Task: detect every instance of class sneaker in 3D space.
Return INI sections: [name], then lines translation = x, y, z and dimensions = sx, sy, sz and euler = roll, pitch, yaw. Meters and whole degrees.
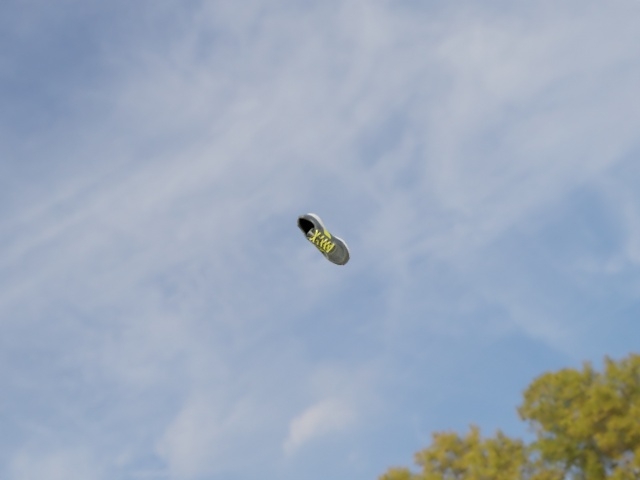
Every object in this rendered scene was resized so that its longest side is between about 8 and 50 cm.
[sneaker]
translation = 0.000, 0.000, 1.345
dimensions = 0.031, 0.083, 0.035
euler = -53, -24, 15
